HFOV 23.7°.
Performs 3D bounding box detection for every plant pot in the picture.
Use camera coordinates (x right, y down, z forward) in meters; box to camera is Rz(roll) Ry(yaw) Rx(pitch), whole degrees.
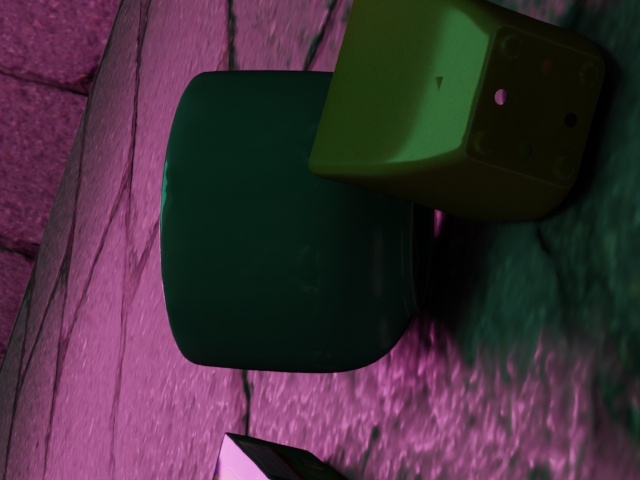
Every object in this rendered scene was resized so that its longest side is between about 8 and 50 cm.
[{"bbox_3d":[0.057,-0.050,0.558,0.083,0.081,0.081,15,90,65],"label":"plant pot"}]

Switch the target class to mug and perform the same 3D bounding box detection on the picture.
[{"bbox_3d":[-0.001,-0.008,0.665,0.158,0.097,0.129,-17,-71,-77],"label":"mug"}]

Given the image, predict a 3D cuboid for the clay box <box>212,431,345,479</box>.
[{"bbox_3d":[-0.039,0.210,0.700,0.127,0.053,0.222,-168,94,-76],"label":"clay box"}]
